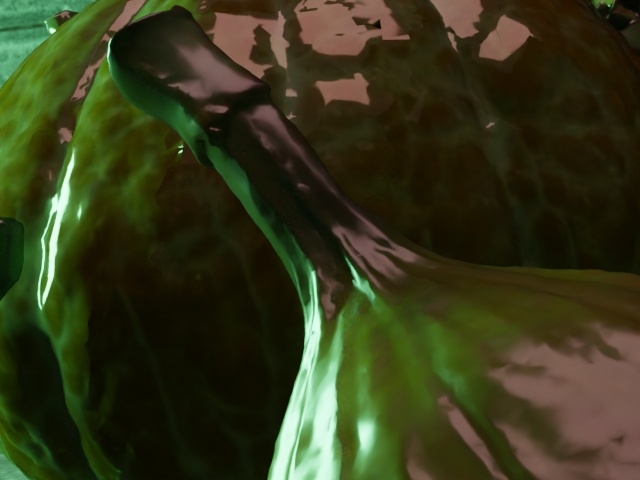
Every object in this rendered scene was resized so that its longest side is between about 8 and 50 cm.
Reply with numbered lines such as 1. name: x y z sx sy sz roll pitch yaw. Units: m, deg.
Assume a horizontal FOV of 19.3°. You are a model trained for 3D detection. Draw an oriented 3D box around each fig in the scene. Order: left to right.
1. fig: 0.030 0.062 0.369 0.230 0.143 0.160 26 22 20

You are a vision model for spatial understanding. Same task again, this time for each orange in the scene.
1. orange: 0.000 0.000 0.791 0.329 0.249 0.329 -12 -1 0

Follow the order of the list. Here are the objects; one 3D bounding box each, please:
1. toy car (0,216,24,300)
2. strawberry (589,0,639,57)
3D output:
1. toy car: -0.296 0.067 0.665 0.358 0.176 0.213 5 6 20
2. strawberry: 0.169 -0.050 1.397 0.312 0.267 0.351 -14 -17 -27
